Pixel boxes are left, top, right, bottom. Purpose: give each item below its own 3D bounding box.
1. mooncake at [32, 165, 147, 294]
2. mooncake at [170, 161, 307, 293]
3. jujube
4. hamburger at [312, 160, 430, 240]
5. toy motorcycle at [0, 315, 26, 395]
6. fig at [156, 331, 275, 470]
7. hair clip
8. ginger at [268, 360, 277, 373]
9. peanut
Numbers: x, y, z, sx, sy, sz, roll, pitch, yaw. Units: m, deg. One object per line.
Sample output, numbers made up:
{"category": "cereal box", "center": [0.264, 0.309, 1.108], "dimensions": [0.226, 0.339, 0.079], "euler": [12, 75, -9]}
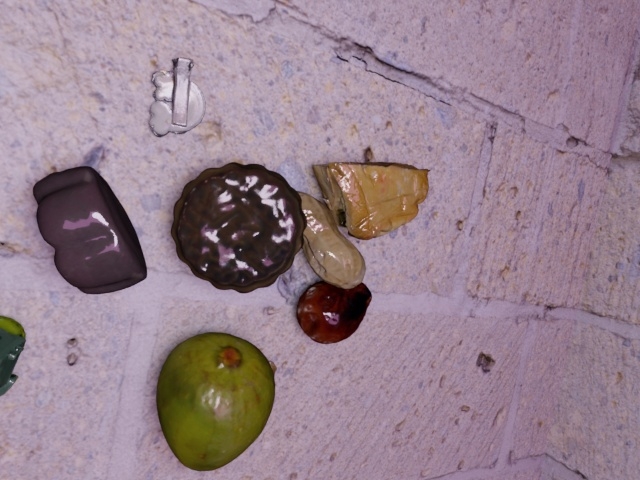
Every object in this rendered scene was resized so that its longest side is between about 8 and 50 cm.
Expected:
{"category": "mooncake", "center": [-0.425, -0.016, 0.828], "dimensions": [0.133, 0.245, 0.244], "euler": [-20, 108, -18]}
{"category": "mooncake", "center": [-0.172, -0.029, 0.959], "dimensions": [0.291, 0.161, 0.290], "euler": [-1, 99, -5]}
{"category": "jujube", "center": [0.045, 0.175, 1.179], "dimensions": [0.236, 0.168, 0.168], "euler": [-24, 110, -43]}
{"category": "hamburger", "center": [0.123, -0.106, 1.169], "dimensions": [0.330, 0.162, 0.208], "euler": [-3, 103, -33]}
{"category": "toy motorcycle", "center": [-0.706, 0.207, 0.741], "dimensions": [0.327, 0.191, 0.199], "euler": [21, 90, -17]}
{"category": "fig", "center": [-0.239, 0.374, 0.998], "dimensions": [0.258, 0.258, 0.326], "euler": [-2, 118, -30]}
{"category": "hair clip", "center": [-0.305, -0.304, 0.953], "dimensions": [0.116, 0.049, 0.172], "euler": [3, 99, -26]}
{"category": "ginger", "center": [-0.170, 0.390, 1.140], "dimensions": [0.096, 0.067, 0.165], "euler": [17, 75, -26]}
{"category": "peanut", "center": [0.000, 0.000, 1.104], "dimensions": [0.130, 0.130, 0.290], "euler": [-35, 87, -21]}
